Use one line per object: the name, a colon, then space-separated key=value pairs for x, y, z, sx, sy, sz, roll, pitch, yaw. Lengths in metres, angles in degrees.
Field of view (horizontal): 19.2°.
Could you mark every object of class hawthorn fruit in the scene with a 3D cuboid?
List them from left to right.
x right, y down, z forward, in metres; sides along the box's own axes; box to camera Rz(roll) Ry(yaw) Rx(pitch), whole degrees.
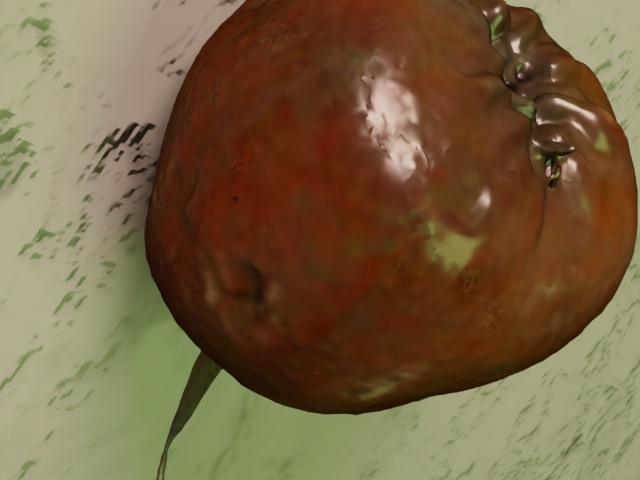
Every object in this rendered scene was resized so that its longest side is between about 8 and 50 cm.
hawthorn fruit: x=0.001 y=-0.014 z=0.585 sx=0.189 sy=0.149 sz=0.149 roll=-17 pitch=155 yaw=20
